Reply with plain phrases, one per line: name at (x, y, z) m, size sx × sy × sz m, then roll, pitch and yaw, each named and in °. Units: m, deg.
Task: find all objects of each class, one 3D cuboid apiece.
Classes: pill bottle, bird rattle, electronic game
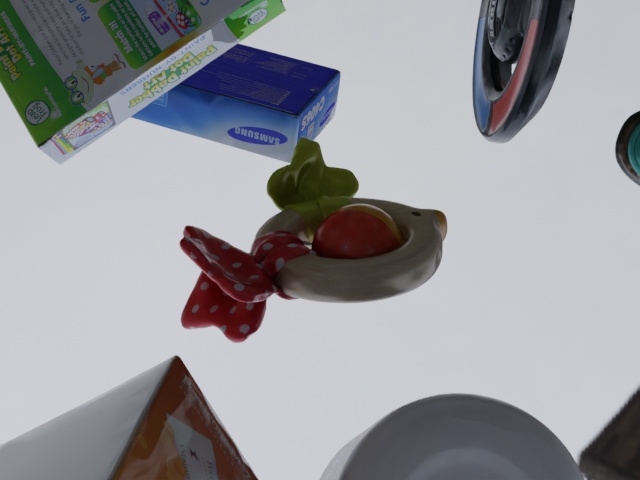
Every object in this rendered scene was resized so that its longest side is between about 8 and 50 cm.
pill bottle at (0.085, 0.222, 0.961) m, size 0.181 × 0.323 × 0.182 m, roll 1°, pitch -104°, yaw -4°
bird rattle at (0.000, 0.000, 1.073) m, size 0.206 × 0.143 × 0.253 m, roll 4°, pitch -164°, yaw 20°
electronic game at (0.169, -0.197, 1.064) m, size 0.048 × 0.229 × 0.229 m, roll 8°, pitch -143°, yaw -7°

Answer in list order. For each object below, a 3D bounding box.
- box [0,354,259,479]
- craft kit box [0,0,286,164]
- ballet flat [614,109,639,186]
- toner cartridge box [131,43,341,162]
box at (-0.137, 0.257, 0.784) m, size 0.168 × 0.215 × 0.345 m, roll -28°, pitch -167°, yaw 13°
craft kit box at (-0.198, -0.235, 1.110) m, size 0.246 × 0.061 × 0.250 m, roll -33°, pitch -110°, yaw -1°
ballet flat at (0.376, -0.085, 1.132) m, size 0.280 × 0.095 × 0.096 m, roll 2°, pitch -163°, yaw -18°
toner cartridge box at (-0.164, -0.211, 1.669) m, size 0.347 × 0.075 × 0.165 m, roll 17°, pitch -146°, yaw 14°
